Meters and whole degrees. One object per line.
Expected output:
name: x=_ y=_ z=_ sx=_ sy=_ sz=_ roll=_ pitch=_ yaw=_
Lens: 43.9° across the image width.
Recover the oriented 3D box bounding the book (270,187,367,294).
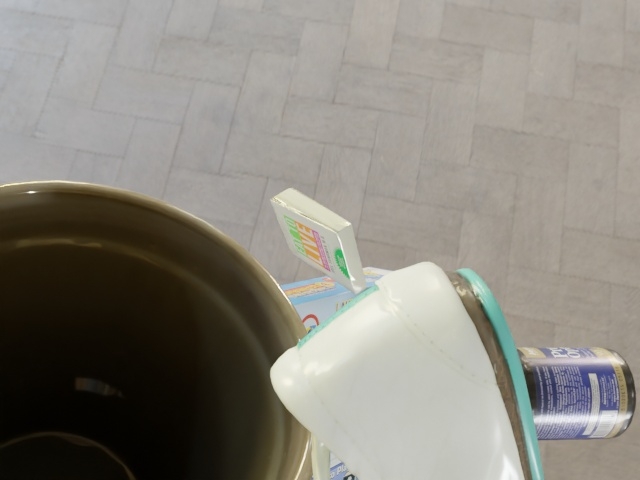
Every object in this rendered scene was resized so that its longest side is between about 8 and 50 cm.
book: x=0.000 y=0.000 z=1.006 sx=0.035 sy=0.096 sz=0.144 roll=-31 pitch=34 yaw=-22

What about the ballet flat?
ballet flat: x=0.079 y=0.208 z=0.424 sx=0.139 sy=0.139 sz=0.400 roll=-22 pitch=101 yaw=-9

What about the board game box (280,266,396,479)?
board game box: x=0.009 y=0.206 z=1.075 sx=0.086 sy=0.308 sz=0.302 roll=9 pitch=100 yaw=37

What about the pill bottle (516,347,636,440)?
pill bottle: x=0.290 y=0.203 z=1.053 sx=0.219 sy=0.123 sz=0.123 roll=2 pitch=68 yaw=-13

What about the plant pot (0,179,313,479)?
plant pot: x=-0.196 y=0.164 z=0.598 sx=0.323 sy=0.280 sz=0.323 roll=14 pitch=46 yaw=-15
